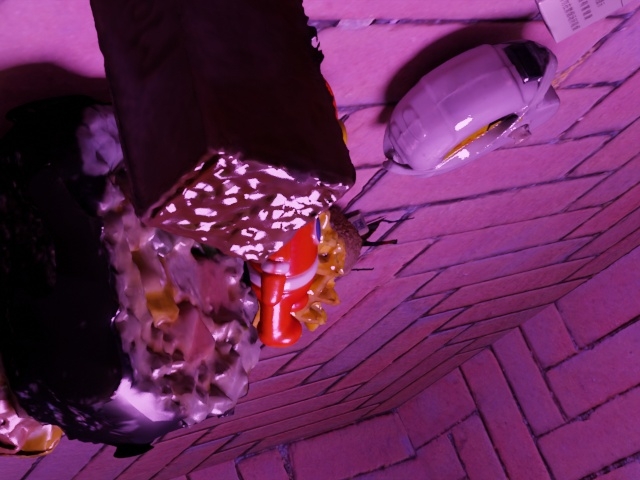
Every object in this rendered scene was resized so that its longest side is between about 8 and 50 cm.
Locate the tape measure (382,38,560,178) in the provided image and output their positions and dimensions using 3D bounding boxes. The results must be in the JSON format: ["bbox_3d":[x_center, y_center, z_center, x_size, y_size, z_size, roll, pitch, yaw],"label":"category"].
[{"bbox_3d":[0.179,-0.158,1.276,0.236,0.120,0.197,-28,168,-4],"label":"tape measure"}]

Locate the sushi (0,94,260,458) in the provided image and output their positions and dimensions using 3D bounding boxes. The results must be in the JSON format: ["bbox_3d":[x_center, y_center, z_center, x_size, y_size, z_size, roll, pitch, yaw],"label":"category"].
[{"bbox_3d":[-0.245,0.048,1.056,0.285,0.327,0.329,-17,180,23],"label":"sushi"}]

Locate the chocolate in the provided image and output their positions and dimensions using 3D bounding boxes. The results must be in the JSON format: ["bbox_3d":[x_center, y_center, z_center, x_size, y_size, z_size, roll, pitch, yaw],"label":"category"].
[{"bbox_3d":[-0.084,-0.148,0.688,0.112,0.321,0.112,11,142,-41],"label":"chocolate"}]

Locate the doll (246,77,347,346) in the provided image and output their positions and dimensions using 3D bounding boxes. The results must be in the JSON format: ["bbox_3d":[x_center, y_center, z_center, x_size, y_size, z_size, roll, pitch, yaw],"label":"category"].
[{"bbox_3d":[-0.029,-0.051,1.176,0.105,0.200,0.336,7,117,3],"label":"doll"}]

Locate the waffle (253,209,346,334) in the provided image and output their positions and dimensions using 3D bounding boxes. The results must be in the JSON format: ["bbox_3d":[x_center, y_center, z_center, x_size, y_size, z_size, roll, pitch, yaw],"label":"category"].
[{"bbox_3d":[-0.119,0.041,1.385,0.312,0.060,0.307,-6,136,-5],"label":"waffle"}]

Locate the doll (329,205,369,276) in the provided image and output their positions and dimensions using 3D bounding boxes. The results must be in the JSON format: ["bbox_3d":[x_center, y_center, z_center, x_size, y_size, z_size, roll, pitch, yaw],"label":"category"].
[{"bbox_3d":[-0.002,0.005,1.554,0.105,0.115,0.221,-42,163,19],"label":"doll"}]

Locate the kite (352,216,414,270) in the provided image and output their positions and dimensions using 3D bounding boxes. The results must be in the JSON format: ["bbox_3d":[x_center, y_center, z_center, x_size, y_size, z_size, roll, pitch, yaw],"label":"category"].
[{"bbox_3d":[0.052,0.007,1.662,0.160,0.010,0.183,-5,-152,35],"label":"kite"}]

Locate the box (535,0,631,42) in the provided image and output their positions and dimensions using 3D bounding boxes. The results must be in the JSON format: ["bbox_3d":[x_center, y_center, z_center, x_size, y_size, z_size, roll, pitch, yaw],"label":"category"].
[{"bbox_3d":[0.357,-0.315,1.197,0.245,0.035,0.139,-28,162,14],"label":"box"}]
